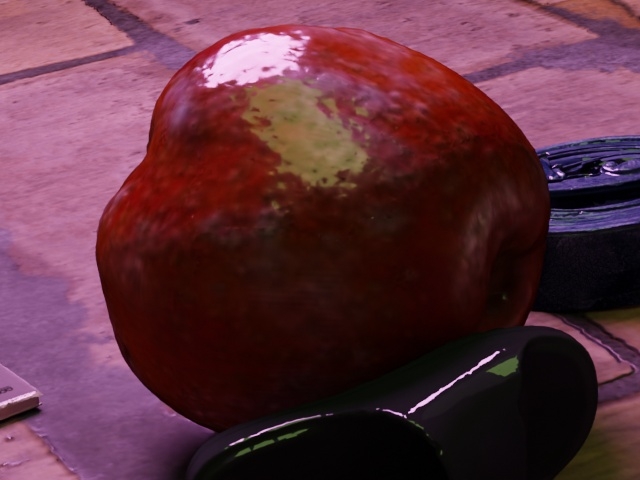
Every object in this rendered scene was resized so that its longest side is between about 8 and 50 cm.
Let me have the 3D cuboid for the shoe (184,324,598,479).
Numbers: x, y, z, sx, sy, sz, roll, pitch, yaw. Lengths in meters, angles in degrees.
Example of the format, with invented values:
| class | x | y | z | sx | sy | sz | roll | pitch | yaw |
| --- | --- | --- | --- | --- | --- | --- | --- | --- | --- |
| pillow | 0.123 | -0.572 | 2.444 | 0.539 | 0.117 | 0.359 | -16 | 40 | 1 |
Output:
| class | x | y | z | sx | sy | sz | roll | pitch | yaw |
| --- | --- | --- | --- | --- | --- | --- | --- | --- | --- |
| shoe | 0.048 | 0.132 | 1.085 | 0.241 | 0.108 | 0.093 | -17 | 26 | -7 |

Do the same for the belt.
| class | x | y | z | sx | sy | sz | roll | pitch | yaw |
| --- | --- | --- | --- | --- | --- | --- | --- | --- | --- |
| belt | 0.200 | -0.017 | 1.407 | 0.190 | 0.082 | 0.141 | -8 | 29 | -1 |

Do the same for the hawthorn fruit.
| class | x | y | z | sx | sy | sz | roll | pitch | yaw |
| --- | --- | --- | --- | --- | --- | --- | --- | --- | --- |
| hawthorn fruit | 0.000 | 0.000 | 1.227 | 0.284 | 0.284 | 0.284 | -5 | 24 | 2 |

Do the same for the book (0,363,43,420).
| class | x | y | z | sx | sy | sz | roll | pitch | yaw |
| --- | --- | --- | --- | --- | --- | --- | --- | --- | --- |
| book | -0.285 | 0.099 | 1.346 | 0.127 | 0.014 | 0.182 | -20 | 27 | -30 |
